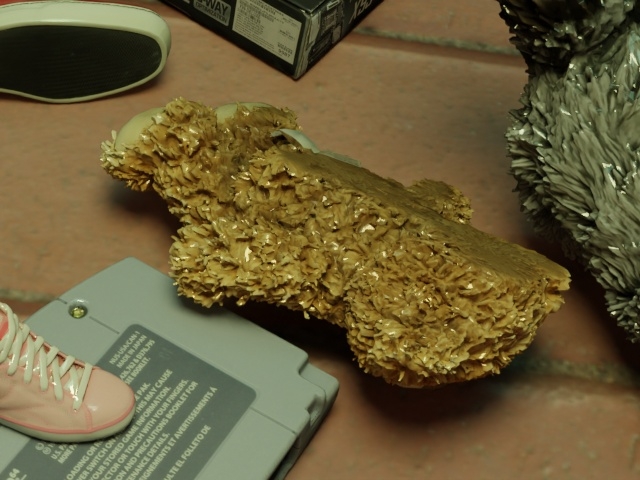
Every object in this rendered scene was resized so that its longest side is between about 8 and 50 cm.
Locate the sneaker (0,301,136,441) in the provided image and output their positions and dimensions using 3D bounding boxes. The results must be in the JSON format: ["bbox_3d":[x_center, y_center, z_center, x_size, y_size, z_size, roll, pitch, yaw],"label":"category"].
[{"bbox_3d":[-0.175,0.077,0.946,0.134,0.070,0.051,13,47,-2],"label":"sneaker"}]

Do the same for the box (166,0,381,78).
[{"bbox_3d":[-0.072,-0.292,1.343,0.307,0.076,0.242,32,51,16],"label":"box"}]

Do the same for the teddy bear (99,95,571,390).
[{"bbox_3d":[0.000,0.000,1.080,0.338,0.113,0.245,26,20,14],"label":"teddy bear"}]

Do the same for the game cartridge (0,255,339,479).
[{"bbox_3d":[-0.142,0.145,0.975,0.198,0.062,0.297,26,50,16],"label":"game cartridge"}]

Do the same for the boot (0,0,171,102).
[{"bbox_3d":[-0.239,-0.193,1.223,0.244,0.088,0.176,-1,49,-8],"label":"boot"}]

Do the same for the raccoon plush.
[{"bbox_3d":[0.205,-0.009,0.999,0.446,0.216,0.299,29,33,-32],"label":"raccoon plush"}]
